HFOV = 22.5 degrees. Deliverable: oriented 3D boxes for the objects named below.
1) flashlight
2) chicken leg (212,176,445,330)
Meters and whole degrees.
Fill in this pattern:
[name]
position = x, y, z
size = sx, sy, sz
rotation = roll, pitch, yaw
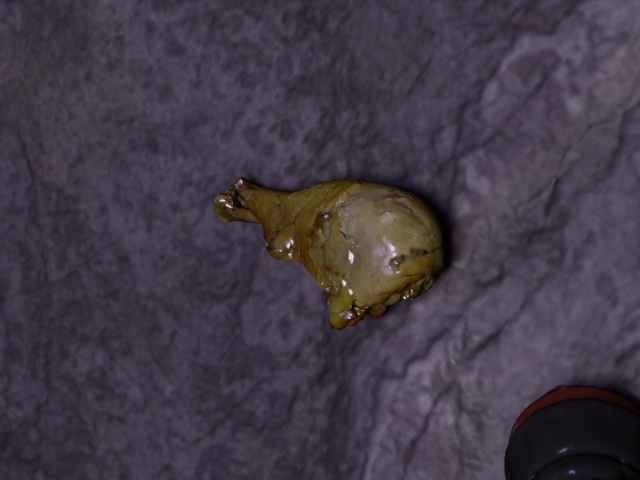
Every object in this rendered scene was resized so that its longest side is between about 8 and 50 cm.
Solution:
[flashlight]
position = 0.136, 0.164, 0.796
size = 0.093, 0.232, 0.093
rotation = 2, 117, 4
[chicken leg]
position = 0.000, 0.000, 0.975
size = 0.178, 0.070, 0.093
rotation = 22, 85, 39
